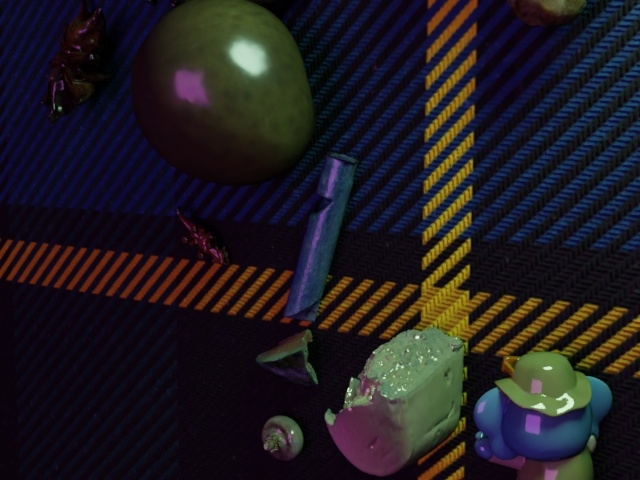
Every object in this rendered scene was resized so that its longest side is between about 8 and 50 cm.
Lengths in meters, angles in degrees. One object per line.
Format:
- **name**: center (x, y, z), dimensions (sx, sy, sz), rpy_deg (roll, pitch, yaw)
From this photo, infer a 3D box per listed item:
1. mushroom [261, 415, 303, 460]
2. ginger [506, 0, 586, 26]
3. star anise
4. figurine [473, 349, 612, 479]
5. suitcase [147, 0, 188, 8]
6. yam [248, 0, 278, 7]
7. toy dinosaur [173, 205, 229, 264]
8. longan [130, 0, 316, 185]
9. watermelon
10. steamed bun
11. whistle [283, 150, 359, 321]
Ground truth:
- **mushroom**: center (-0.077, 0.363, 1.530), dimensions (0.085, 0.079, 0.085), rpy_deg (9, 105, 36)
- **ginger**: center (0.300, -0.444, 1.116), dimensions (0.245, 0.155, 0.304), rpy_deg (-28, 99, 17)
- **star anise**: center (-0.480, -0.358, 1.710), dimensions (0.272, 0.103, 0.272), rpy_deg (-25, 56, 45)
- **figurine**: center (0.313, 0.289, 1.226), dimensions (0.180, 0.154, 0.262), rpy_deg (14, 99, 20)
- **suitcase**: center (-0.294, -0.599, 1.528), dimensions (0.202, 0.128, 0.312), rpy_deg (-34, 77, 31)
- **yam**: center (-0.091, -0.451, 1.433), dimensions (0.259, 0.106, 0.106), rpy_deg (-16, 87, 35)
- **toy dinosaur**: center (-0.227, -0.008, 1.598), dimensions (0.154, 0.055, 0.049), rpy_deg (47, 121, 11)
- **longan**: center (-0.157, -0.242, 1.394), dimensions (0.319, 0.319, 0.318), rpy_deg (4, 98, 33)
- **watermelon**: center (-0.057, 0.221, 1.524), dimensions (0.155, 0.080, 0.101), rpy_deg (-20, 120, 31)
- **steamed bun**: center (0.106, 0.244, 1.308), dimensions (0.170, 0.225, 0.200), rpy_deg (12, 104, 32)
- **whistle**: center (0.000, 0.000, 1.448), dimensions (0.062, 0.062, 0.304), rpy_deg (25, 109, 29)
